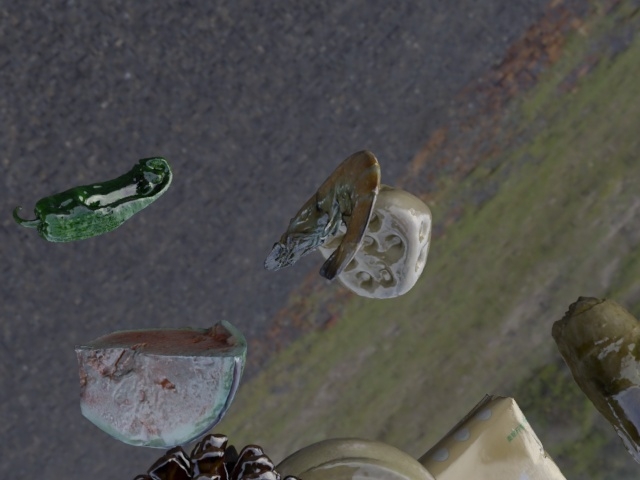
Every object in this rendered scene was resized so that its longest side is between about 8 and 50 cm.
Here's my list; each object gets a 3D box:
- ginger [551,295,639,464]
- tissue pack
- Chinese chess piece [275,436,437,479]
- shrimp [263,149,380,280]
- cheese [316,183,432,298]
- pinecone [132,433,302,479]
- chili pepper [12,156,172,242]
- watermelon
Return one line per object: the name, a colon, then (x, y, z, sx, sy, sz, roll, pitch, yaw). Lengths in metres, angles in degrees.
ginger: (0.372, 0.178, 1.378, 0.116, 0.263, 0.109, -33, 177, 19)
tissue pack: (0.202, 0.331, 1.525, 0.222, 0.186, 0.090, -38, -166, -25)
Chinese chess piece: (0.032, 0.346, 1.332, 0.249, 0.250, 0.103, -41, -176, -1)
shrimp: (0.000, 0.000, 1.603, 0.058, 0.169, 0.296, 22, 137, -20)
cheese: (0.094, -0.007, 2.125, 0.235, 0.218, 0.117, -60, 176, 39)
pinecone: (-0.078, 0.315, 1.130, 0.246, 0.292, 0.246, -20, 141, -17)
chili pepper: (-0.344, -0.060, 1.839, 0.257, 0.100, 0.074, -24, 167, -33)
watermelon: (-0.233, 0.215, 1.895, 0.180, 0.305, 0.224, 51, 44, -51)
